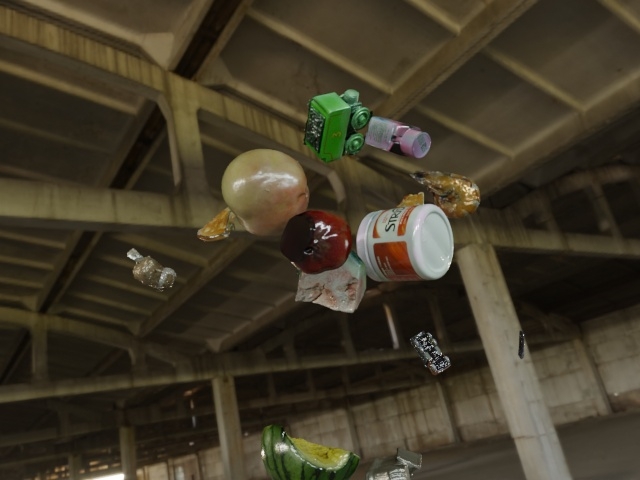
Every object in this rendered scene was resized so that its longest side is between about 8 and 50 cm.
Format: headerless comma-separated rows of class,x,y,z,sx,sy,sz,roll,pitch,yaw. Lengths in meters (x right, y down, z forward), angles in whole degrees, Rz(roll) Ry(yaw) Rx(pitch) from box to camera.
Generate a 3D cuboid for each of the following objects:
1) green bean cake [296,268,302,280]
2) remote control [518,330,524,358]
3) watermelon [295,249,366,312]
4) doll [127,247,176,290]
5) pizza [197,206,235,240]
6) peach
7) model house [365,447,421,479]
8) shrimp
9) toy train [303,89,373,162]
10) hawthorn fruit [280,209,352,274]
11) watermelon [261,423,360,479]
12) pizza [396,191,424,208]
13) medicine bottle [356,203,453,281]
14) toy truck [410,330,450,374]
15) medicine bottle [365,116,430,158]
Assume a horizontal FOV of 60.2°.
green bean cake,-0.013,0.084,2.335,0.125,0.222,0.227,-5,-17,-40
remote control,0.695,0.361,1.908,0.014,0.096,0.039,-2,11,6
watermelon,0.042,0.107,1.780,0.193,0.231,0.310,11,-29,15
doll,-0.661,0.120,2.150,0.115,0.105,0.221,-45,-52,0
pizza,-0.387,-0.067,2.187,0.185,0.195,0.052,3,-42,36
peach,-0.171,-0.149,1.760,0.247,0.292,0.292,-32,-5,-38
model house,0.249,0.781,1.845,0.188,0.122,0.229,-29,-8,17
shrimp,0.458,-0.178,2.072,0.062,0.164,0.317,1,19,-45
toy train,0.052,-0.372,1.812,0.188,0.132,0.243,-20,-37,-26
hawthorn fruit,0.000,0.000,1.580,0.190,0.189,0.251,-21,-2,23
watermelon,-0.055,0.725,1.775,0.331,0.189,0.330,18,-29,11
pizza,0.386,-0.127,2.530,0.127,0.058,0.246,28,-73,-15
medicine bottle,0.289,0.012,1.867,0.241,0.252,0.253,-7,-12,41
toy truck,0.468,0.481,2.370,0.083,0.192,0.092,-27,-26,-15
medicine bottle,0.239,-0.310,1.679,0.119,0.094,0.188,1,20,-40
